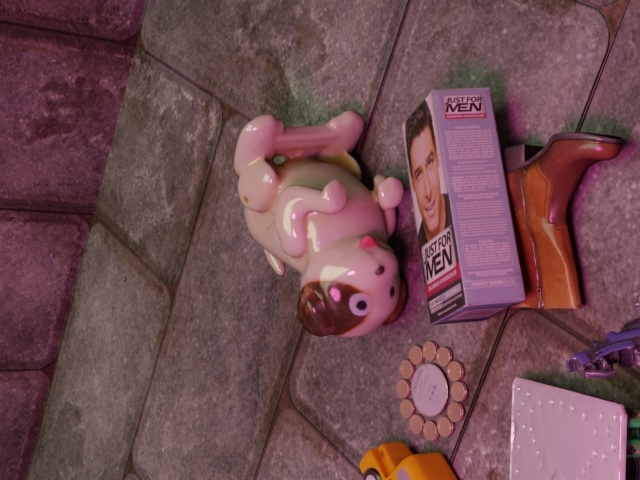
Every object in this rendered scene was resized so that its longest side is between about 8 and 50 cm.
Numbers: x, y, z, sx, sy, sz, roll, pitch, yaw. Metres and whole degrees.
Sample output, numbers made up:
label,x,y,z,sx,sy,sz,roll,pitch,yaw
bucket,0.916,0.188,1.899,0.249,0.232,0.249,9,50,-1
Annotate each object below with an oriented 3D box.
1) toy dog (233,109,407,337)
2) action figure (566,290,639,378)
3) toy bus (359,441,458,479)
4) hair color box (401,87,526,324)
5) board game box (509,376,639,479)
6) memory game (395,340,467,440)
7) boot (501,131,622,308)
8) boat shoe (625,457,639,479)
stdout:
label,x,y,z,sx,sy,sz,roll,pitch,yaw
toy dog,0.000,0.000,2.176,0.395,0.285,0.408,-56,50,33
action figure,0.518,0.179,1.566,0.178,0.341,0.330,74,175,-52
toy bus,0.200,0.497,2.021,0.130,0.108,0.332,-56,48,32
hair color box,0.241,-0.056,1.957,0.185,0.114,0.374,133,132,-70
board game box,0.382,0.421,1.722,0.390,0.050,0.389,175,97,-78
memory game,0.206,0.280,2.108,0.186,0.012,0.186,-4,85,51
boot,0.390,-0.028,1.834,0.264,0.096,0.280,-10,80,50
boat shoe,0.438,0.432,1.756,0.080,0.076,0.228,33,112,47
